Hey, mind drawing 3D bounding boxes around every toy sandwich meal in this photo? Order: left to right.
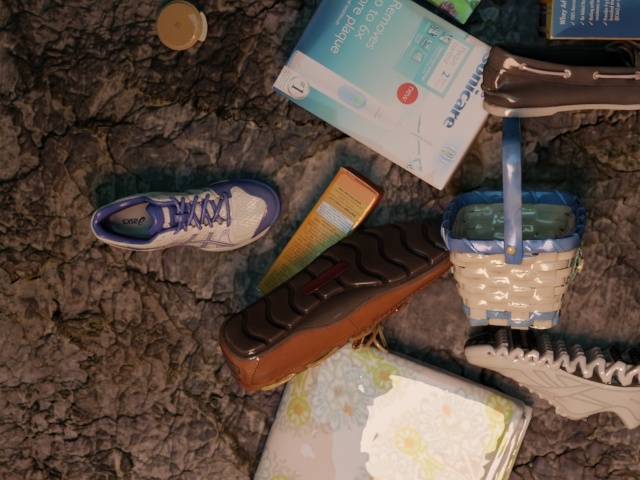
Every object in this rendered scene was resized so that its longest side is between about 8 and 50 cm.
[{"bbox_3d":[-0.216,-0.337,1.866,0.085,0.029,0.085,2,97,15],"label":"toy sandwich meal"}]

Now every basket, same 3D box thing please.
[{"bbox_3d":[0.274,-0.040,1.692,0.201,0.255,0.289,-4,113,13],"label":"basket"}]

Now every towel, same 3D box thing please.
[{"bbox_3d":[0.104,0.333,1.836,0.374,0.090,0.320,21,95,8],"label":"towel"}]

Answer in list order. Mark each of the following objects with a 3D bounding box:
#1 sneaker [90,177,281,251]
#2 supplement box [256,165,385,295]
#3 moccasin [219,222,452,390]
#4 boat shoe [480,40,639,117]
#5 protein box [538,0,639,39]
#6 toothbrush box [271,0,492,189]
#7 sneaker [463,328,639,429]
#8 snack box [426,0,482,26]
[{"bbox_3d":[-0.209,-0.029,1.839,0.296,0.131,0.112,-10,91,10],"label":"sneaker"},{"bbox_3d":[0.000,0.000,1.829,0.080,0.078,0.233,35,99,6],"label":"supplement box"},{"bbox_3d":[0.035,0.101,1.758,0.380,0.147,0.139,-35,54,-15],"label":"moccasin"},{"bbox_3d":[0.383,-0.238,1.658,0.335,0.112,0.095,-9,118,-16],"label":"boat shoe"},{"bbox_3d":[0.408,-0.374,1.621,0.201,0.136,0.200,1,101,3],"label":"protein box"},{"bbox_3d":[0.113,-0.239,1.763,0.295,0.126,0.216,32,99,5],"label":"toothbrush box"},{"bbox_3d":[0.354,0.206,1.771,0.292,0.110,0.118,11,106,10],"label":"sneaker"},{"bbox_3d":[0.185,-0.400,1.779,0.141,0.037,0.100,35,99,6],"label":"snack box"}]
